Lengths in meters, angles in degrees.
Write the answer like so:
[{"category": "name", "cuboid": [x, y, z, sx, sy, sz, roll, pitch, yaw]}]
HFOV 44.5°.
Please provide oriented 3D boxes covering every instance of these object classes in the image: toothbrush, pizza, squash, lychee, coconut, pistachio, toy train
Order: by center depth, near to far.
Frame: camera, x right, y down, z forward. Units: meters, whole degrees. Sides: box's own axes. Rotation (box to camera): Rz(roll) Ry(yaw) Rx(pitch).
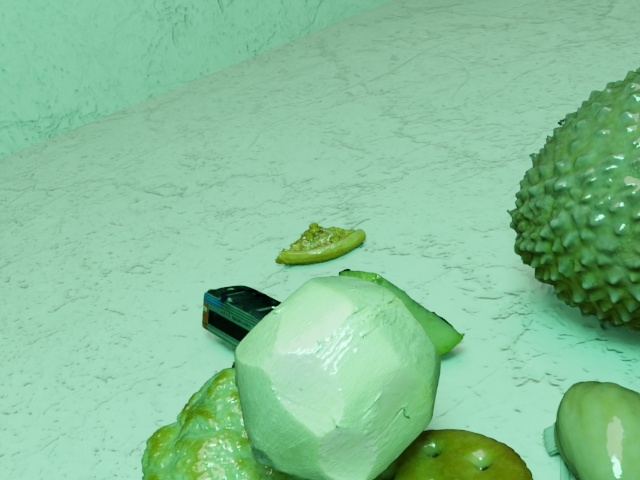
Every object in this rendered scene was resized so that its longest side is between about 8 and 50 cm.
[{"category": "toothbrush", "cuboid": [0.272, 0.307, 0.862, 0.025, 0.020, 0.286, -37, 19, 26]}, {"category": "pistachio", "cuboid": [0.327, 0.233, 0.877, 0.124, 0.124, 0.185, -7, 34, 11]}, {"category": "coconut", "cuboid": [0.007, 0.165, 0.899, 0.230, 0.227, 0.227, -39, 36, -18]}, {"category": "lychee", "cuboid": [0.472, -0.042, 1.062, 0.432, 0.380, 0.380, -22, 20, 34]}, {"category": "squash", "cuboid": [0.088, 0.126, 1.158, 0.085, 0.192, 0.184, -60, 21, -17]}, {"category": "toy train", "cuboid": [-0.034, 0.164, 1.177, 0.086, 0.089, 0.409, -3, 17, -42]}, {"category": "pizza", "cuboid": [0.000, 0.000, 1.514, 0.178, 0.041, 0.131, -10, 27, 5]}]

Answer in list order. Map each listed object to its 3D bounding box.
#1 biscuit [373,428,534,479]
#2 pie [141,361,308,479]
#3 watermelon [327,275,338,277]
[{"category": "biscuit", "cuboid": [0.138, 0.301, 0.885, 0.220, 0.066, 0.220, -12, 25, 6]}, {"category": "pie", "cuboid": [-0.090, 0.270, 1.000, 0.257, 0.106, 0.274, 22, 44, 34]}, {"category": "watermelon", "cuboid": [0.028, 0.106, 1.271, 0.092, 0.075, 0.181, -6, 27, 5]}]
